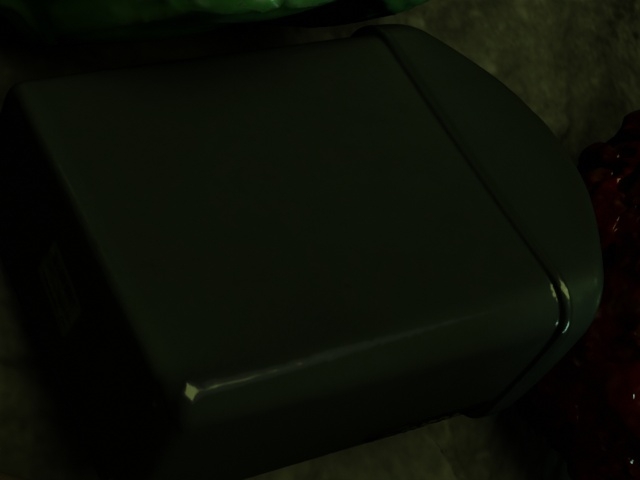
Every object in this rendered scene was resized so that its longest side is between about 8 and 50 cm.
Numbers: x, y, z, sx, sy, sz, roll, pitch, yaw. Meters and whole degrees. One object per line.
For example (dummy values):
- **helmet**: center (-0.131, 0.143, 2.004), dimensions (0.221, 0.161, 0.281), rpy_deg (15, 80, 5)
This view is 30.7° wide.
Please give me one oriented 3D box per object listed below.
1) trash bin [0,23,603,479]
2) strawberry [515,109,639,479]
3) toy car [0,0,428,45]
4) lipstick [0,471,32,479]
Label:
- **trash bin**: center (0.000, 0.000, 0.489), dimensions (0.236, 0.101, 0.176), rpy_deg (-13, 61, -35)
- **strawberry**: center (0.244, 0.031, 0.584), dimensions (0.274, 0.220, 0.274), rpy_deg (8, 69, -22)
- **toy car**: center (0.013, -0.188, 0.528), dimensions (0.358, 0.214, 0.176), rpy_deg (-51, 127, -35)
- **lipstick**: center (-0.132, 0.110, 0.399), dimensions (0.254, 0.070, 0.070), rpy_deg (24, 62, -27)
